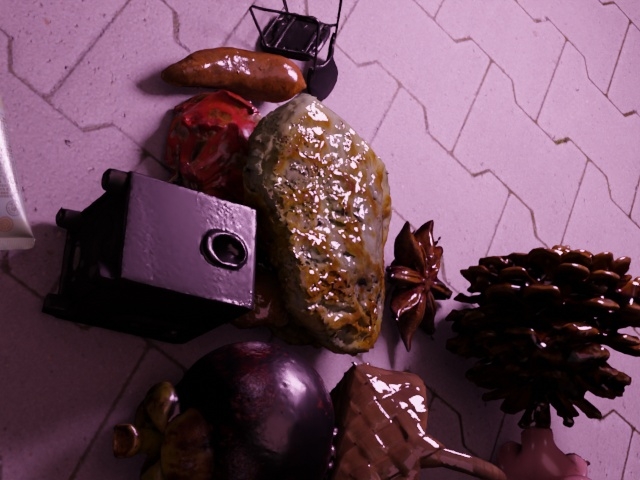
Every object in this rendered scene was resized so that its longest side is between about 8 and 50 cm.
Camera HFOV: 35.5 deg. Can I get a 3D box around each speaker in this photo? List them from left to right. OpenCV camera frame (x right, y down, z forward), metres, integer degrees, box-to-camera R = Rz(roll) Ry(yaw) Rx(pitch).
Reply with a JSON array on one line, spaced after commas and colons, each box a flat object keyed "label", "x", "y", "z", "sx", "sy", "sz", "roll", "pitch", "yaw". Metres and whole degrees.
[{"label": "speaker", "x": -0.259, "y": 0.036, "z": 1.531, "sx": 0.254, "sy": 0.232, "sz": 0.184, "roll": 17, "pitch": 61, "yaw": -33}]

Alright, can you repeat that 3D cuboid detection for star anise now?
[{"label": "star anise", "x": 0.169, "y": 0.079, "z": 1.941, "sx": 0.272, "sy": 0.102, "sz": 0.272, "roll": -7, "pitch": 98, "yaw": -57}]

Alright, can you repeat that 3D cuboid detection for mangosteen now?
[{"label": "mangosteen", "x": -0.130, "y": 0.298, "z": 1.515, "sx": 0.297, "sy": 0.313, "sz": 0.297, "roll": -5, "pitch": 90, "yaw": -72}]

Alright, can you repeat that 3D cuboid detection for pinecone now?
[{"label": "pinecone", "x": 0.436, "y": 0.184, "z": 1.932, "sx": 0.397, "sy": 0.397, "sz": 0.398, "roll": 15, "pitch": 64, "yaw": -33}]

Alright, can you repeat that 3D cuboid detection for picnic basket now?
[{"label": "picnic basket", "x": 0.147, "y": 0.389, "z": 1.655, "sx": 0.337, "sy": 0.293, "sz": 0.337, "roll": 6, "pitch": 63, "yaw": -13}]

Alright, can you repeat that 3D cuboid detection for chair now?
[{"label": "chair", "x": -0.039, "y": -0.398, "z": 1.968, "sx": 0.145, "sy": 0.221, "sz": 0.140, "roll": 16, "pitch": 53, "yaw": 17}]

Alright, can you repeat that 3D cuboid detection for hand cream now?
[{"label": "hand cream", "x": -0.513, "y": -0.132, "z": 1.493, "sx": 0.147, "sy": 0.093, "sz": 0.306, "roll": -2, "pitch": 76, "yaw": -37}]

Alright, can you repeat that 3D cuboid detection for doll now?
[{"label": "doll", "x": 0.444, "y": 0.516, "z": 1.889, "sx": 0.216, "sy": 0.284, "sz": 0.268, "roll": 41, "pitch": 23, "yaw": -14}]

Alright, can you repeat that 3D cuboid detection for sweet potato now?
[{"label": "sweet potato", "x": -0.161, "y": -0.309, "z": 1.844, "sx": 0.291, "sy": 0.097, "sz": 0.097, "roll": 1, "pitch": 72, "yaw": -31}]

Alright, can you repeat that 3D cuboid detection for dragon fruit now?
[{"label": "dragon fruit", "x": -0.172, "y": -0.130, "z": 1.730, "sx": 0.262, "sy": 0.134, "sz": 0.211, "roll": 54, "pitch": 49, "yaw": -8}]

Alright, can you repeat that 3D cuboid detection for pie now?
[{"label": "pie", "x": 0.010, "y": -0.019, "z": 1.729, "sx": 0.395, "sy": 0.180, "sz": 0.418, "roll": 27, "pitch": 67, "yaw": -52}]
